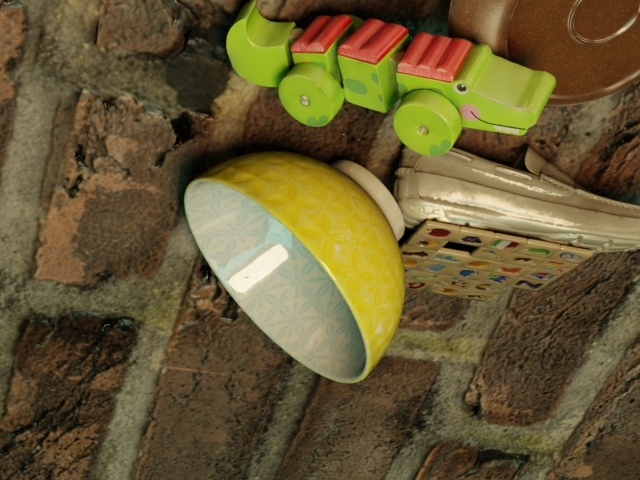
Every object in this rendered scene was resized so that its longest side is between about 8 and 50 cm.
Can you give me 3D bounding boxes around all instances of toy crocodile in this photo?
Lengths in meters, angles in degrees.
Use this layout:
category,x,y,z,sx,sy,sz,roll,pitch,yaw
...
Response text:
category,x,y,z,sx,sy,sz,roll,pitch,yaw
toy crocodile,0.065,-0.171,1.357,0.340,0.115,0.105,16,140,27

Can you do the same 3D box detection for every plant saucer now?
category,x,y,z,sx,sy,sz,roll,pitch,yaw
plant saucer,0.280,-0.244,1.378,0.310,0.050,0.311,-15,141,-13

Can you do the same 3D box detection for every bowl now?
category,x,y,z,sx,sy,sz,roll,pitch,yaw
bowl,0.000,0.000,1.519,0.156,0.289,0.289,-42,137,-22

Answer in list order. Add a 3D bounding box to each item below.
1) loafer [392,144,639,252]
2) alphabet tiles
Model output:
category,x,y,z,sx,sy,sz,roll,pitch,yaw
loafer,0.241,-0.052,1.551,0.319,0.111,0.112,9,169,-10
alphabet tiles,0.181,0.031,1.616,0.198,0.009,0.237,10,161,-12
